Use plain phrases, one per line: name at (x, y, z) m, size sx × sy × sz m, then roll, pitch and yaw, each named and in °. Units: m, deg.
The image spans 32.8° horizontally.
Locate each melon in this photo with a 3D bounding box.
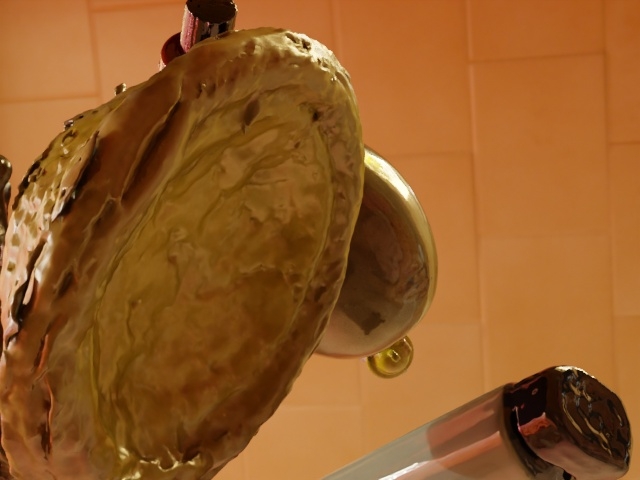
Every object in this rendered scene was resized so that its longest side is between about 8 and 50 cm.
melon at (0.000, 0.000, 1.425) m, size 0.268 × 0.330 × 0.268 m, roll -37°, pitch -177°, yaw 2°

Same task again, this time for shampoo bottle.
shampoo bottle at (0.092, 0.210, 0.880) m, size 0.134 × 0.078 × 0.359 m, roll 33°, pitch 133°, yaw -25°
shampoo bottle at (-0.153, -0.186, 1.354) m, size 0.104 × 0.278 × 0.104 m, roll 8°, pitch -130°, yaw -9°

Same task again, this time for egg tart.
egg tart at (-0.103, 0.016, 0.723) m, size 0.132 × 0.345 × 0.345 m, roll 23°, pitch -159°, yaw 26°

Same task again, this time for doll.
doll at (0.088, 0.153, 1.608) m, size 0.081 × 0.129 × 0.207 m, roll -43°, pitch -171°, yaw -2°

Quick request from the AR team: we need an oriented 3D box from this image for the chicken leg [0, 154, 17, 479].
chicken leg at (-0.335, 0.092, 1.074) m, size 0.211 × 0.361 × 0.140 m, roll -17°, pitch 154°, yaw -43°
